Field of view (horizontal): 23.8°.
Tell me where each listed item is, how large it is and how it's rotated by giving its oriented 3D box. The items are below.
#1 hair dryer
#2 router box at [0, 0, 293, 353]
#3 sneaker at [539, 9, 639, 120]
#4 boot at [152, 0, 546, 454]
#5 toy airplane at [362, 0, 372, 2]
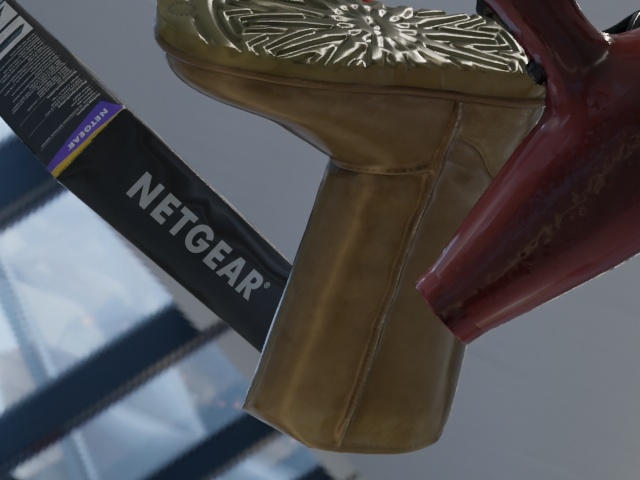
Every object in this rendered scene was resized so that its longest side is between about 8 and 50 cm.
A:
[{"bbox_3d":[0.101,-0.095,0.659,0.224,0.293,0.080,11,7,7],"label":"hair dryer"},{"bbox_3d":[-0.155,-0.052,1.318,0.309,0.081,0.243,45,-2,-43],"label":"router box"},{"bbox_3d":[0.214,-0.104,0.943,0.170,0.063,0.074,4,-48,21],"label":"sneaker"},{"bbox_3d":[0.000,0.000,0.851,0.236,0.269,0.089,8,33,-16],"label":"boot"},{"bbox_3d":[-0.086,-0.418,1.556,0.386,0.384,0.272,19,-15,-5],"label":"toy airplane"}]
